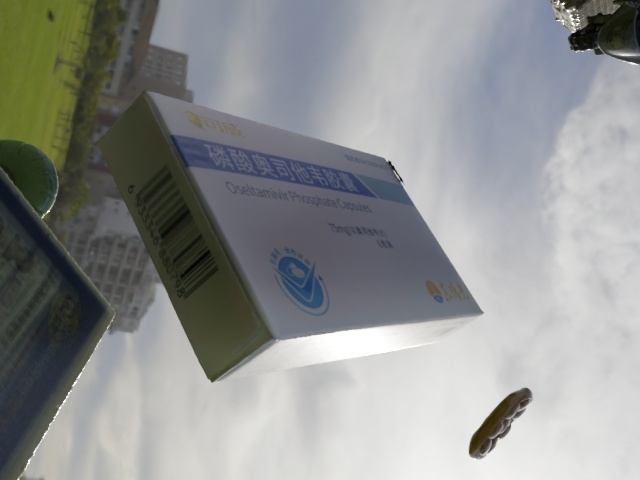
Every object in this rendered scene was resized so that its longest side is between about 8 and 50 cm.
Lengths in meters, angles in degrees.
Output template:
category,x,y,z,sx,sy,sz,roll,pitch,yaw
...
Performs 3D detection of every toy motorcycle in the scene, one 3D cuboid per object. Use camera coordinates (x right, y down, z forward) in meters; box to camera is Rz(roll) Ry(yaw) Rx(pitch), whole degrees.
category,x,y,z,sx,sy,sz,roll,pitch,yaw
toy motorcycle,0.378,-0.246,0.785,0.122,0.215,0.080,-71,143,-66

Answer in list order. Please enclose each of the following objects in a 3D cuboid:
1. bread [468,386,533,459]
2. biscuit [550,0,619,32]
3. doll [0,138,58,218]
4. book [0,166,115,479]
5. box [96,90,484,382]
category,x,y,z,sx,sy,sz,roll,pitch,yaw
bread,0.207,0.209,0.850,0.024,0.110,0.110,40,-58,27
biscuit,0.387,-0.353,0.888,0.239,0.108,0.061,-40,-108,15
doll,-0.490,0.006,1.025,0.216,0.269,0.284,114,-37,-87
book,-0.268,0.028,0.475,0.228,0.018,0.322,-69,145,-42
box,0.000,0.000,0.611,0.065,0.343,0.200,-40,-113,25
